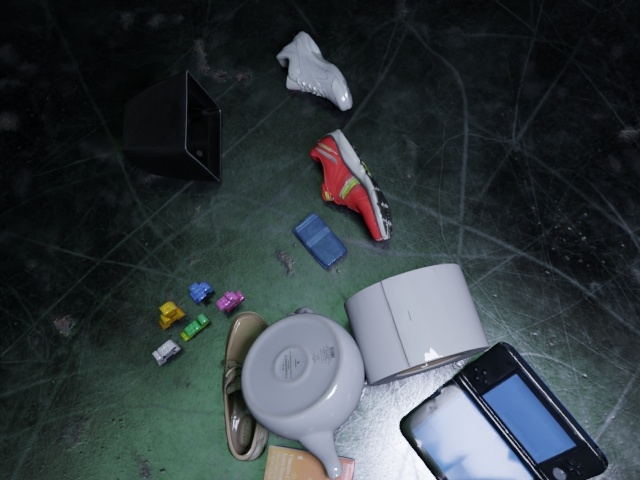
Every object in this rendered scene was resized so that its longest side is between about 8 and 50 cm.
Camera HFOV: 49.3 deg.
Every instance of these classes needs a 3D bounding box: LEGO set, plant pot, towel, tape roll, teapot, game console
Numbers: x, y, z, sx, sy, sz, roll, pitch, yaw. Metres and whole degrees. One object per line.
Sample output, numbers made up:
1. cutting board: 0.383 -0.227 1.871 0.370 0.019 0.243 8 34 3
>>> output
1. LEGO set: -0.280 0.152 1.455 0.227 0.093 0.087 -40 76 -9
2. plant pot: -0.330 -0.235 1.537 0.167 0.187 0.188 -8 73 13
3. towel: 0.000 0.000 1.524 0.067 0.029 0.119 -38 75 -9
4. tape roll: 0.184 0.165 1.357 0.246 0.246 0.169 -16 73 -3
5. teapot: -0.017 0.271 1.337 0.252 0.187 0.256 23 71 38
6. game console: 0.338 0.386 1.329 0.173 0.250 0.293 -29 73 -34

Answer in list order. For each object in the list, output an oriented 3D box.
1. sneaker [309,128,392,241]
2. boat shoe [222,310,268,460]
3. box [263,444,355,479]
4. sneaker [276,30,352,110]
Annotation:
1. sneaker: 0.065 -0.107 1.534 0.118 0.107 0.279 -31 71 12
2. boat shoe: -0.148 0.288 1.407 0.109 0.098 0.302 1 73 2
3. box: -0.024 0.475 1.351 0.170 0.091 0.130 8 74 5
4. sneaker: -0.018 -0.370 1.614 0.115 0.090 0.232 -37 66 -2
